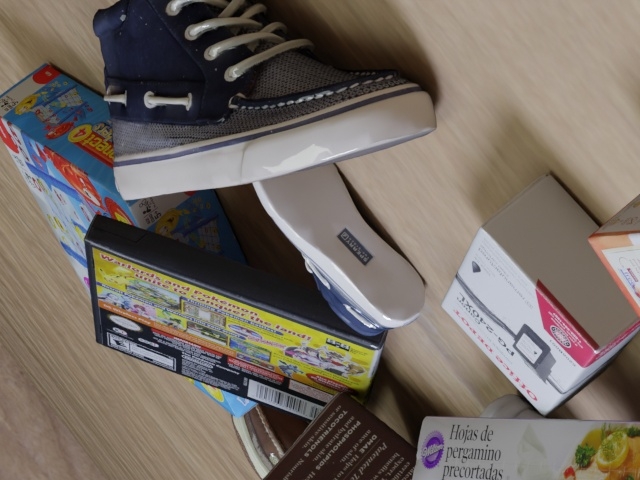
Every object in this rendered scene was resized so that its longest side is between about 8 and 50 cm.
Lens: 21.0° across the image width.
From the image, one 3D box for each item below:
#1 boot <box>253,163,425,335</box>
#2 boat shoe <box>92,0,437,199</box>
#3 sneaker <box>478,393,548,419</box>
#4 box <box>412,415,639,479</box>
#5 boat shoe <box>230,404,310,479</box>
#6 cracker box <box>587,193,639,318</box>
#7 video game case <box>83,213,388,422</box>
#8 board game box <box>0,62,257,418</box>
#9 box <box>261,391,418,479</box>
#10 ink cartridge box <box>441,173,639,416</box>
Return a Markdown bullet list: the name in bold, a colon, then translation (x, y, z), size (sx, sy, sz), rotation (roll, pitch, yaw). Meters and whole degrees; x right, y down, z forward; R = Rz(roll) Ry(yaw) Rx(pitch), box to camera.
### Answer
- **boot**: translation (0.000, 0.000, 1.384), size (0.190, 0.069, 0.086), rotation (52, 156, -1)
- **boat shoe**: translation (-0.059, -0.123, 1.231), size (0.340, 0.127, 0.158), rotation (-7, 98, 51)
- **sneaker**: translation (0.146, 0.229, 1.360), size (0.094, 0.080, 0.212), rotation (34, 128, 29)
- **box**: translation (0.177, 0.154, 1.151), size (0.067, 0.063, 0.324), rotation (17, 167, -27)
- **boat shoe**: translation (0.007, 0.248, 1.840), size (0.095, 0.095, 0.257), rotation (-30, 96, 37)
- **cracker box**: translation (0.252, 0.039, 0.862), size (0.155, 0.067, 0.232), rotation (55, 162, -12)
- **video game case**: translation (-0.080, 0.083, 1.587), size (0.275, 0.035, 0.248), rotation (20, 156, 4)
- **board game box**: translation (-0.187, -0.002, 1.803), size (0.302, 0.086, 0.308), rotation (31, 152, 48)
- **box**: translation (0.060, 0.277, 1.539), size (0.203, 0.167, 0.168), rotation (35, 170, 46)
- **ink cartridge box**: translation (0.146, 0.040, 1.121), size (0.109, 0.063, 0.150), rotation (48, 161, 13)
